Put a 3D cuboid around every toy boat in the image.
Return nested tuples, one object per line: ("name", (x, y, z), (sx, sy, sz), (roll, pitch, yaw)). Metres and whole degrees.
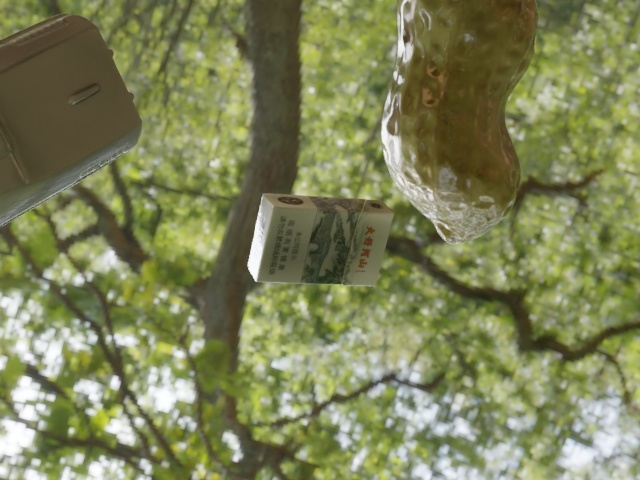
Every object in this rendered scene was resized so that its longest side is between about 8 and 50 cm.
("toy boat", (-0.278, -0.078, 0.950), (0.269, 0.140, 0.141), (-32, -138, -27))

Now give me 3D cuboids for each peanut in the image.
("peanut", (0.095, -0.106, 0.814), (0.103, 0.229, 0.098), (3, -163, -8))

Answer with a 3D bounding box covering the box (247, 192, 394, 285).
("box", (0.000, 0.000, 0.753), (0.083, 0.054, 0.024), (3, -156, -24))
